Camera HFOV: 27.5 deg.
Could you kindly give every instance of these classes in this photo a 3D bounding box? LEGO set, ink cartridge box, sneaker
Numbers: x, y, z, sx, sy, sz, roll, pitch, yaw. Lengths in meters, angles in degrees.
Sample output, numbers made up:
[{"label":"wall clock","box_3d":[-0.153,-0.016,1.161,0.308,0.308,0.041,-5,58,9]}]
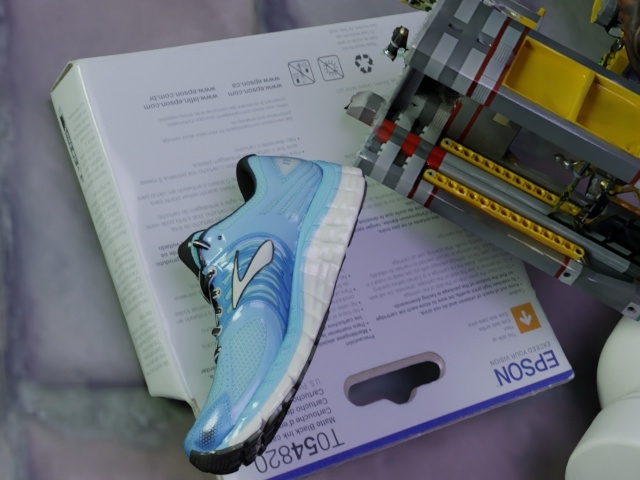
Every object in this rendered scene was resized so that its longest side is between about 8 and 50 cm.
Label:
[{"label":"LEGO set","box_3d":[0.141,-0.135,0.606,0.192,0.331,0.255,28,63,1]},{"label":"ink cartridge box","box_3d":[0.000,0.000,0.669,0.223,0.045,0.224,-13,78,-32]},{"label":"sneaker","box_3d":[-0.034,0.029,0.586,0.073,0.063,0.162,19,58,-1]}]

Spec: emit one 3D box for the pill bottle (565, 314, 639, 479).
[{"label":"pill bottle","box_3d":[0.247,0.061,0.717,0.152,0.152,0.272,48,57,-4]}]
